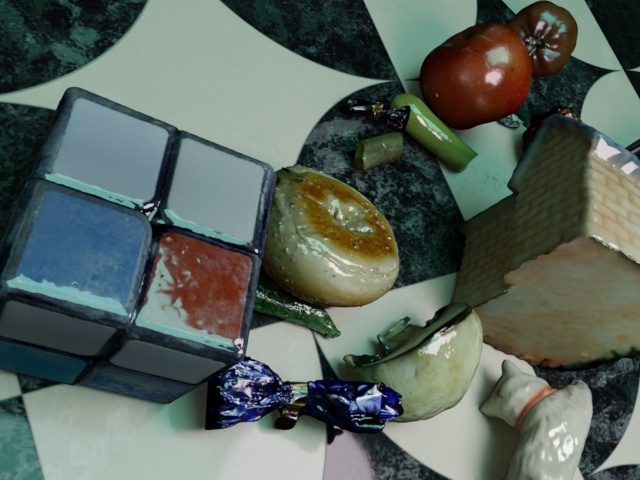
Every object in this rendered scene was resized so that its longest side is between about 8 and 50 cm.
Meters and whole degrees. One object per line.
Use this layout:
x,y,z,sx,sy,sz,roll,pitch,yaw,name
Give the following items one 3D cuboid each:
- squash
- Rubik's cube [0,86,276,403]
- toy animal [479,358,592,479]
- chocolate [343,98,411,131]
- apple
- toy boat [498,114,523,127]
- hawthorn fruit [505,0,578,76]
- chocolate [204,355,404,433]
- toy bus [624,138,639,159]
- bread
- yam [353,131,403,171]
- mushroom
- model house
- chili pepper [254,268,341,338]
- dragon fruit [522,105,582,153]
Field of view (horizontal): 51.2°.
0.265,-0.253,1.569,0.250,0.083,0.083,37,53,-12,squash
-0.280,0.031,0.955,0.314,0.318,0.316,20,58,-23,Rubik's cube
0.390,0.394,1.282,0.188,0.266,0.307,30,97,2,toy animal
0.127,-0.293,1.501,0.147,0.070,0.072,23,9,5,chocolate
0.368,-0.387,1.590,0.260,0.261,0.216,-42,114,-38,apple
0.506,-0.320,1.773,0.083,0.038,0.038,9,62,-26,toy boat
0.611,-0.566,1.874,0.208,0.208,0.248,45,28,-3,hawthorn fruit
-0.027,0.262,1.099,0.344,0.148,0.126,10,31,-18,chocolate
1.004,-0.110,1.852,0.440,0.209,0.249,49,51,-2,toy bus
0.000,0.000,1.214,0.306,0.159,0.305,28,38,-24,bread
0.123,-0.197,1.466,0.147,0.070,0.069,-20,78,-35,yam
0.196,0.232,1.218,0.267,0.190,0.163,-25,95,-39,mushroom
0.529,-0.002,1.368,0.395,0.445,0.399,24,56,-17,model house
-0.055,0.123,1.210,0.227,0.059,0.088,32,59,-19,chili pepper
0.605,-0.245,1.713,0.182,0.182,0.188,3,47,-30,dragon fruit
